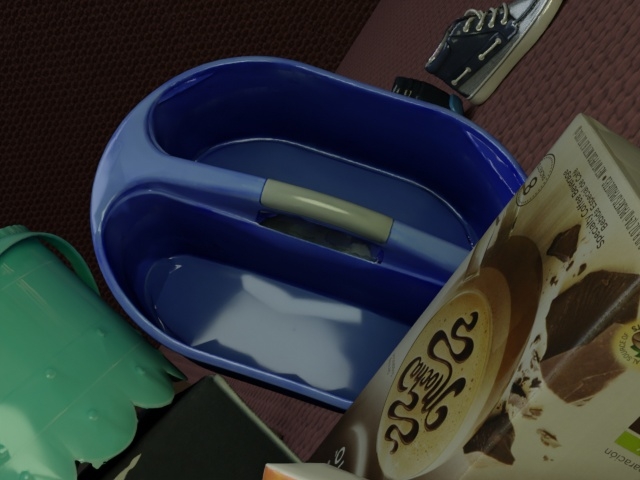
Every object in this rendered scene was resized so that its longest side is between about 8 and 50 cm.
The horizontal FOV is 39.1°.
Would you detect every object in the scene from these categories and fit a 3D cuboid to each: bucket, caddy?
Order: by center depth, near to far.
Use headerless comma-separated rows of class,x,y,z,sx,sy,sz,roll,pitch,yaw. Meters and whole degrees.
caddy,0.000,0.000,0.688,0.179,0.341,0.241,102,-175,-74
bucket,-0.258,0.131,0.699,0.281,0.183,0.281,-43,3,3

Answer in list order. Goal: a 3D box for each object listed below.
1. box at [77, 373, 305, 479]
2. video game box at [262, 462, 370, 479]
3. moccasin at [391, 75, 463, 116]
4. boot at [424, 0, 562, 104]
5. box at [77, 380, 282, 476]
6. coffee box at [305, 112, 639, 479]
box,-0.182,0.329,0.712,0.395,0.212,0.293,-45,3,-25
video game box,0.037,0.207,0.366,0.205,0.048,0.187,5,82,49
moccasin,0.059,-0.084,1.231,0.342,0.117,0.138,-55,12,27
boot,0.207,-0.253,1.075,0.190,0.086,0.069,-54,12,32
box,-0.221,0.248,1.118,0.121,0.311,0.148,-51,14,39
coffee box,0.108,0.103,0.486,0.297,0.119,0.168,-56,13,24
